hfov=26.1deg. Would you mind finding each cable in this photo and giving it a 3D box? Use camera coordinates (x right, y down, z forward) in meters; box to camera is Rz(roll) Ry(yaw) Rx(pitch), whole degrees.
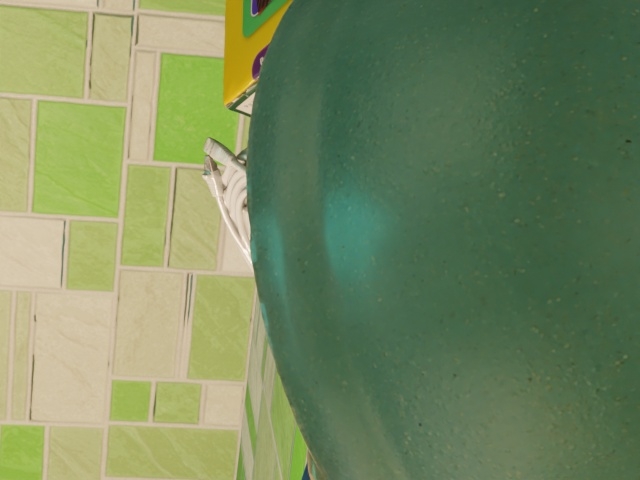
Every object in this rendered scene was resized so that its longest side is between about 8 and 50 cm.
[{"bbox_3d":[0.000,0.000,1.499,0.257,0.089,0.257,23,142,42],"label":"cable"}]

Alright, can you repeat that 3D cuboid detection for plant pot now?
[{"bbox_3d":[0.141,-0.006,0.538,0.196,0.293,0.293,-17,63,35],"label":"plant pot"}]

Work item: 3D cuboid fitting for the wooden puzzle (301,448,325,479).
[{"bbox_3d":[0.073,0.099,0.720,0.348,0.080,0.322,69,-150,-42],"label":"wooden puzzle"}]

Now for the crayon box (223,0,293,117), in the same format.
[{"bbox_3d":[0.050,-0.316,1.257,0.363,0.106,0.313,-32,49,46],"label":"crayon box"}]
